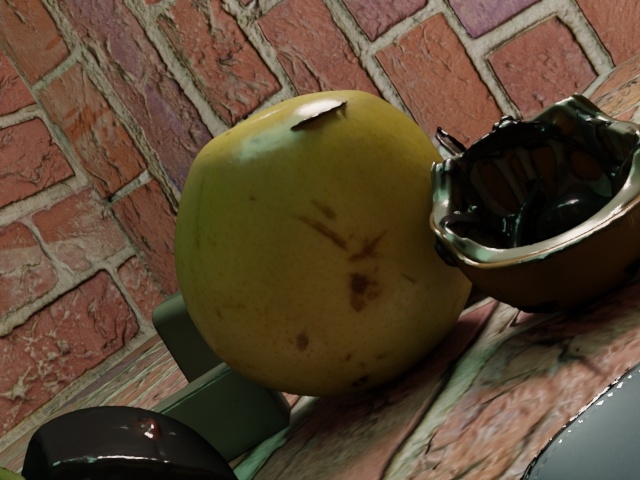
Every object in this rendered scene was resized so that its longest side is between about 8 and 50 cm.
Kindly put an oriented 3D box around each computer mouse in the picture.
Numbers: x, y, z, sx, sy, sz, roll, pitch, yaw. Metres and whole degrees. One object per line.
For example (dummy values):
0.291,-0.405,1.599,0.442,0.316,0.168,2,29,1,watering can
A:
-0.180,0.203,1.009,0.170,0.100,0.269,6,-9,-21,computer mouse

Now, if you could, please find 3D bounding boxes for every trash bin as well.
-0.042,0.067,1.584,0.343,0.158,0.223,-29,6,33,trash bin

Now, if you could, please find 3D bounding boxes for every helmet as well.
0.200,-0.015,0.940,0.198,0.130,0.224,-29,33,8,helmet

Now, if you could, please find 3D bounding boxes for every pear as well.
0.000,0.000,1.088,0.309,0.309,0.309,-32,4,3,pear

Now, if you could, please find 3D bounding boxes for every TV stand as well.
-0.168,0.224,1.195,0.269,0.088,0.083,-32,4,3,TV stand

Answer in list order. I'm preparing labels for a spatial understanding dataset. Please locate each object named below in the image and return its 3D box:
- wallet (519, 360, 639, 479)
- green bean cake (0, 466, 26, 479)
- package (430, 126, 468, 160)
0.200,0.075,0.423,0.170,0.069,0.231,-39,12,-22,wallet
-0.335,0.291,0.954,0.200,0.113,0.214,-27,43,62,green bean cake
0.127,-0.007,1.288,0.204,0.062,0.251,-56,24,17,package
